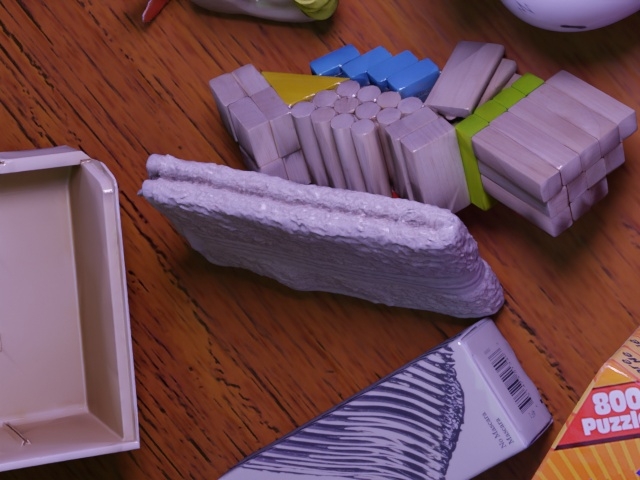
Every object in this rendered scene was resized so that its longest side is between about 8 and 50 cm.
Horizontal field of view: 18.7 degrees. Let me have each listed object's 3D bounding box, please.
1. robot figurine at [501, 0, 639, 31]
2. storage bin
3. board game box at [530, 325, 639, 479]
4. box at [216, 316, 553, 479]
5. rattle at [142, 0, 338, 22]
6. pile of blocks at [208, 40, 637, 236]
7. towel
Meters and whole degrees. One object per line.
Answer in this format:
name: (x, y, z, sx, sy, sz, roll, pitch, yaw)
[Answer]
robot figurine: (0.171, -0.294, 1.471, 0.209, 0.173, 0.278, -28, 90, 27)
storage bin: (-0.309, 0.063, 1.689, 0.262, 0.123, 0.260, -8, 102, -22)
board game box: (0.314, 0.280, 1.434, 0.356, 0.356, 0.356, 33, 111, 12)
box: (0.052, 0.181, 1.663, 0.275, 0.094, 0.113, -34, 87, 24)
rattle: (-0.069, -0.254, 1.636, 0.199, 0.130, 0.143, 5, 93, 48)
pile of blocks: (0.085, -0.079, 1.600, 0.362, 0.149, 0.113, 12, 139, 27)
towel: (0.000, 0.000, 1.600, 0.282, 0.187, 0.049, 10, 74, 20)
